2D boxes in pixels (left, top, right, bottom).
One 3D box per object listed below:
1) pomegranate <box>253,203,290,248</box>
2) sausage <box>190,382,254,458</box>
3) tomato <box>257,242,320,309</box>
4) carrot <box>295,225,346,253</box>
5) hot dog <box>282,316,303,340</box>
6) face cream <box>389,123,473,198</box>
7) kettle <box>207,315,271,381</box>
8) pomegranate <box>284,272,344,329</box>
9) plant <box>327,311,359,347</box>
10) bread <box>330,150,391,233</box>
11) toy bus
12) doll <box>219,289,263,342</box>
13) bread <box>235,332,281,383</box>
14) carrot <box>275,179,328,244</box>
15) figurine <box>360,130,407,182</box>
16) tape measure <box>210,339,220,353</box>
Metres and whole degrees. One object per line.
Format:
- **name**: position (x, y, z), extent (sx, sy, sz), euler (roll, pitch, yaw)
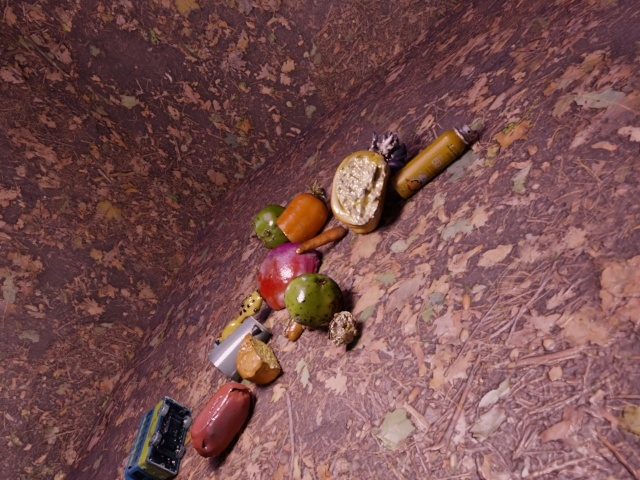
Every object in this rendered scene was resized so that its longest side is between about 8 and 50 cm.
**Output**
- **pomegranate**: position (-0.220, -0.076, 2.481), extent (0.236, 0.236, 0.302), euler (-43, -2, 15)
- **sausage**: position (-0.353, 0.640, 1.708), extent (0.279, 0.152, 0.152), euler (-55, 24, -19)
- **tomato**: position (-0.164, 0.138, 2.094), extent (0.335, 0.176, 0.289), euler (-30, 33, 36)
- **carrot**: position (0.000, 0.000, 2.042), extent (0.248, 0.059, 0.059), euler (-24, 20, -14)
- **hot dog**: position (-0.097, 0.319, 1.844), extent (0.140, 0.060, 0.090), euler (-53, 28, -17)
- **face cream**: position (0.427, -0.307, 1.807), extent (0.349, 0.105, 0.105), euler (-40, 25, 20)
- **kettle**: position (-0.325, 0.444, 1.992), extent (0.243, 0.160, 0.210), euler (-48, -6, -14)
- **pomegranate**: position (-0.026, 0.239, 1.712), extent (0.214, 0.214, 0.247), euler (-86, 6, -54)
- **plant**: position (0.064, 0.296, 1.568), extent (0.116, 0.104, 0.122), euler (-36, -8, -24)
- **bread**: position (0.158, -0.192, 1.897), extent (0.270, 0.212, 0.315), euler (28, -101, -76)
- **toy bus**: position (-0.659, 0.827, 1.956), extent (0.190, 0.152, 0.312), euler (-40, 25, 18)
- **doll**: position (-0.346, 0.346, 2.087), extent (0.291, 0.086, 0.117), euler (-54, 32, 8)
- **bread**: position (-0.241, 0.465, 1.802), extent (0.139, 0.143, 0.229), euler (-60, 20, 2)
- **carrot**: position (-0.072, -0.120, 2.283), extent (0.331, 0.193, 0.214), euler (-52, 19, -13)
- **figurine**: position (0.263, -0.346, 2.042), extent (0.265, 0.197, 0.175), euler (-14, 39, 39)
- **tape measure**: position (-0.416, 0.502, 2.166), extent (0.180, 0.104, 0.107), euler (-21, -50, -61)
